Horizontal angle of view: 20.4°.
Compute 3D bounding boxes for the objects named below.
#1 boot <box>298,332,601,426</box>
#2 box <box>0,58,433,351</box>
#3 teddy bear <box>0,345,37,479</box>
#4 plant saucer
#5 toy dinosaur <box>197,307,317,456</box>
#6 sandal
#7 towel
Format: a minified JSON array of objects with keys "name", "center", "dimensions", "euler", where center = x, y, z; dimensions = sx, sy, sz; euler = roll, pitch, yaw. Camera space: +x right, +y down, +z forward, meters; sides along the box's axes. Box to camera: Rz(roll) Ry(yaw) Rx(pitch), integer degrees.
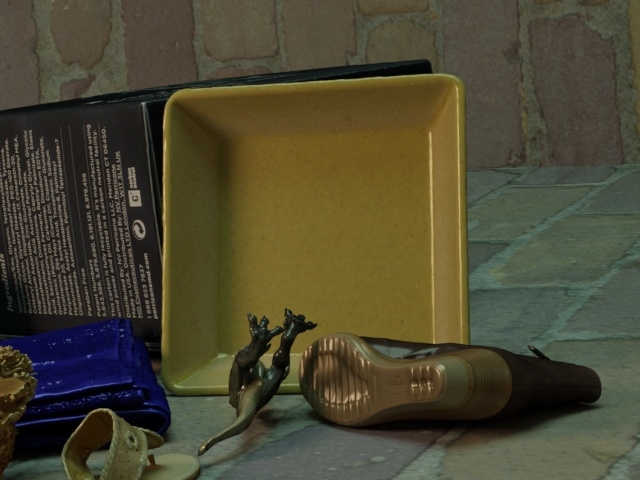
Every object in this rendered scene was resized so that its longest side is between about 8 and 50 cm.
[{"name":"boot","center":[0.121,0.141,1.733],"dimensions":[0.207,0.090,0.248],"euler":[6,-4,-39]},{"name":"box","center":[-0.165,-0.051,2.254],"dimensions":[0.480,0.297,0.472],"euler":[-13,8,-43]},{"name":"teddy bear","center":[-0.374,0.172,1.583],"dimensions":[0.338,0.113,0.245],"euler":[0,19,35]},{"name":"plant saucer","center":[0.000,0.000,1.900],"dimensions":[0.333,0.332,0.081],"euler":[-2,-9,14]},{"name":"toy dinosaur","center":[-0.061,0.127,1.722],"dimensions":[0.064,0.118,0.268],"euler":[27,11,1]},{"name":"sandal","center":[-0.188,0.185,1.522],"dimensions":[0.088,0.079,0.240],"euler":[2,11,36]},{"name":"towel","center":[-0.277,0.146,1.822],"dimensions":[0.228,0.076,0.308],"euler":[-5,9,-9]}]
